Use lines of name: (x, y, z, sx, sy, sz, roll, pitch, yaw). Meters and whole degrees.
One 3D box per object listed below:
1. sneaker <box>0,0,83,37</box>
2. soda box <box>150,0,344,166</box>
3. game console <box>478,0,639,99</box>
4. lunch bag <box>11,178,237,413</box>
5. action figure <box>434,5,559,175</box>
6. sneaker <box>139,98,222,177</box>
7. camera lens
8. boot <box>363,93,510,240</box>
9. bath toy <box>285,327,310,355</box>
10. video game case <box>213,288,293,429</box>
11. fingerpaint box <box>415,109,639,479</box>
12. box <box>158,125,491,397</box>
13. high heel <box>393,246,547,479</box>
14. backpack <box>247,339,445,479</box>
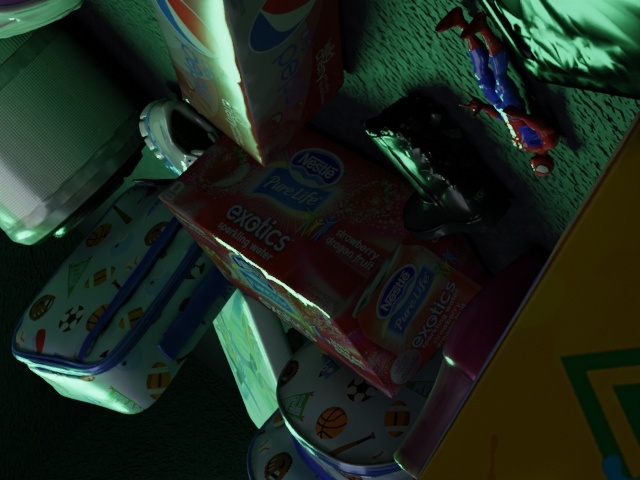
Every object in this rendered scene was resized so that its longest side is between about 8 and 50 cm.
sneaker: (-0.363, -0.216, 1.284, 0.152, 0.305, 0.114, 81, 179, -84)
soda box: (-0.047, -0.148, 0.856, 0.083, 0.092, 0.263, 40, 168, 15)
game console: (0.188, -0.033, 0.584, 0.361, 0.044, 0.213, 51, 169, -27)
lunch bag: (-0.200, 0.050, 1.579, 0.243, 0.303, 0.115, 3, 142, 49)
action figure: (0.102, -0.077, 0.759, 0.038, 0.030, 0.115, 20, 156, 53)
sneaker: (-0.111, -0.072, 1.427, 0.190, 0.071, 0.083, 46, 163, -12)
camera lens: (-0.351, -0.149, 1.595, 0.274, 0.219, 0.219, 47, 168, -13)
boot: (0.068, -0.049, 0.936, 0.099, 0.045, 0.121, 45, 162, -17)
bath toy: (0.007, 0.190, 1.835, 0.348, 0.129, 0.151, 137, 131, -77)
video game case: (-0.080, 0.152, 1.736, 0.300, 0.036, 0.329, 40, 152, 61)
fingerpaint box: (0.295, 0.169, 0.384, 0.445, 0.163, 0.371, 33, 178, -39)
box: (0.000, 0.000, 1.132, 0.257, 0.128, 0.122, 33, 164, 46)
high heel: (0.239, 0.152, 1.031, 0.377, 0.181, 0.127, 26, -173, -35)
backpack: (0.075, 0.183, 1.187, 0.276, 0.263, 0.213, 31, 163, 52)
